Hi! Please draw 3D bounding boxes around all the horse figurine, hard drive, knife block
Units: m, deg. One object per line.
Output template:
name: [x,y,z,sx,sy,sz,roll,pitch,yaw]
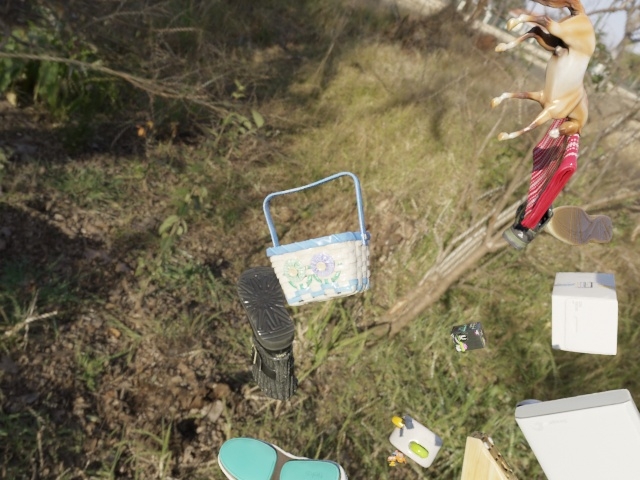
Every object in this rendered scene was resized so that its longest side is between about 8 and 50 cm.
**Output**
horse figurine: [0.353,-0.266,0.790,0.175,0.263,0.066,-12,30,-7]
hard drive: [0.533,0.430,0.977,0.307,0.203,0.040,59,32,-13]
knife block: [0.313,0.572,1.051,0.275,0.242,0.088,57,15,24]

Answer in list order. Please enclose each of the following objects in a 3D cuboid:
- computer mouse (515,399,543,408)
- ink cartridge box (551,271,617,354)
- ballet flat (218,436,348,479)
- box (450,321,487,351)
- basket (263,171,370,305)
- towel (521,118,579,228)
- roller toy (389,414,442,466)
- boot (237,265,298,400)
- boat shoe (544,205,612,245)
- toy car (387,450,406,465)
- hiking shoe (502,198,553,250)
computer mouse: [0.527,0.414,1.184,0.106,0.042,0.193,4,13,-20]
ink cartridge box: [0.791,0.211,1.541,0.168,0.171,0.233,0,15,28]
ballet flat: [-0.104,0.651,1.421,0.400,0.139,0.139,0,11,28]
box: [0.426,0.277,1.477,0.052,0.083,0.062,-39,110,-59]
basket: [0.000,0.000,1.241,0.201,0.255,0.288,8,69,-63]
towel: [0.495,-0.177,1.099,0.031,0.198,0.274,20,54,6]
roller toy: [0.395,0.818,2.119,0.209,0.146,0.191,23,-16,46]
boot: [-0.157,0.267,1.514,0.131,0.260,0.348,-10,39,-10]
boat shoe: [0.713,-0.038,1.463,0.302,0.109,0.098,2,-2,-35]
toy car: [0.239,0.723,1.711,0.060,0.122,0.040,14,63,-12]
hiking shoe: [0.537,-0.062,1.266,0.086,0.114,0.227,42,47,5]
